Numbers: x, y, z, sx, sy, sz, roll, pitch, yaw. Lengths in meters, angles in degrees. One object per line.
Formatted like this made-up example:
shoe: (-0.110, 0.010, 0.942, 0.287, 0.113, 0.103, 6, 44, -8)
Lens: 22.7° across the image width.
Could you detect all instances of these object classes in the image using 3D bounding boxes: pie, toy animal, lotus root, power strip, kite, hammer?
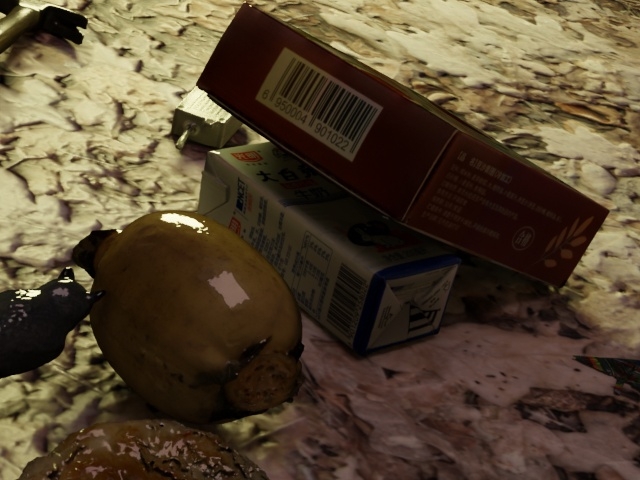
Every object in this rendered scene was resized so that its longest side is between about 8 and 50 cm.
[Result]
pie: (-0.149, 0.249, 1.345, 0.274, 0.055, 0.274, 9, 34, -6)
toy animal: (-0.297, 0.079, 1.453, 0.121, 0.117, 0.210, 25, 58, 30)
lotus root: (-0.143, 0.059, 1.560, 0.183, 0.182, 0.310, -10, 32, -37)
power strip: (-0.151, -0.157, 2.087, 0.075, 0.042, 0.175, 19, 30, 9)
kite: (0.343, 0.151, 1.794, 0.122, 0.004, 0.090, 25, 30, 20)
hammer: (-0.423, -0.265, 2.082, 0.168, 0.044, 0.440, 15, 18, 0)

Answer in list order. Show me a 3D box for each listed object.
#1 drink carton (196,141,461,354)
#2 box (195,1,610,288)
drink carton: (0.000, 0.000, 1.810, 0.131, 0.106, 0.315, -11, 36, -41)
box: (0.101, -0.106, 1.867, 0.344, 0.122, 0.385, 36, 10, 35)
